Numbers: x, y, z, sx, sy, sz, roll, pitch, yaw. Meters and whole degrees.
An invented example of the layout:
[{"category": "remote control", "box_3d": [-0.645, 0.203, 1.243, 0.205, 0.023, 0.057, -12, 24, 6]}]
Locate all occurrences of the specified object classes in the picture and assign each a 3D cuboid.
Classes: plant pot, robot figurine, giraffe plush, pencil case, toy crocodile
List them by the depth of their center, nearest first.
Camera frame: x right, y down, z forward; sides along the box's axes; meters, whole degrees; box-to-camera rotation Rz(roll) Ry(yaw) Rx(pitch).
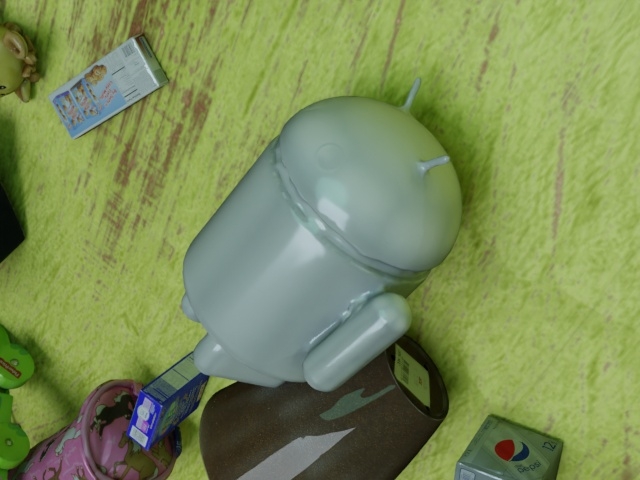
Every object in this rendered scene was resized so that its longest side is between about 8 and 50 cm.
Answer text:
[{"category": "robot figurine", "box_3d": [0.000, 0.000, 0.972, 0.353, 0.199, 0.300, -48, 46, 30]}, {"category": "plant pot", "box_3d": [0.021, 0.205, 1.095, 0.230, 0.215, 0.215, -37, 91, 26]}, {"category": "giraffe plush", "box_3d": [-0.438, -0.230, 1.209, 0.170, 0.181, 0.210, 37, 94, 0]}, {"category": "toy crocodile", "box_3d": [-0.487, 0.258, 1.412, 0.115, 0.105, 0.341, -42, 43, 35]}, {"category": "pencil case", "box_3d": [-0.358, 0.336, 1.419, 0.386, 0.167, 0.160, -37, 70, 40]}]

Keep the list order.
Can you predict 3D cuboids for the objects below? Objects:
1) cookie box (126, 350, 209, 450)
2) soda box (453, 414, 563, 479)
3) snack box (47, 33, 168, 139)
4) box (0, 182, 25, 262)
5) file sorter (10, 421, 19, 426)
[{"category": "cookie box", "box_3d": [-0.197, 0.209, 1.286, 0.040, 0.107, 0.092, 34, 127, 16]}, {"category": "soda box", "box_3d": [0.195, 0.345, 1.102, 0.091, 0.098, 0.286, 17, 122, 25]}, {"category": "snack box", "box_3d": [-0.259, -0.182, 1.180, 0.178, 0.022, 0.064, -22, 101, 39]}, {"category": "box", "box_3d": [-0.662, -0.038, 1.315, 0.395, 0.293, 0.212, 20, 143, 24]}, {"category": "file sorter", "box_3d": [-0.651, 0.284, 1.522, 0.192, 0.277, 0.173, 1, 109, 33]}]
